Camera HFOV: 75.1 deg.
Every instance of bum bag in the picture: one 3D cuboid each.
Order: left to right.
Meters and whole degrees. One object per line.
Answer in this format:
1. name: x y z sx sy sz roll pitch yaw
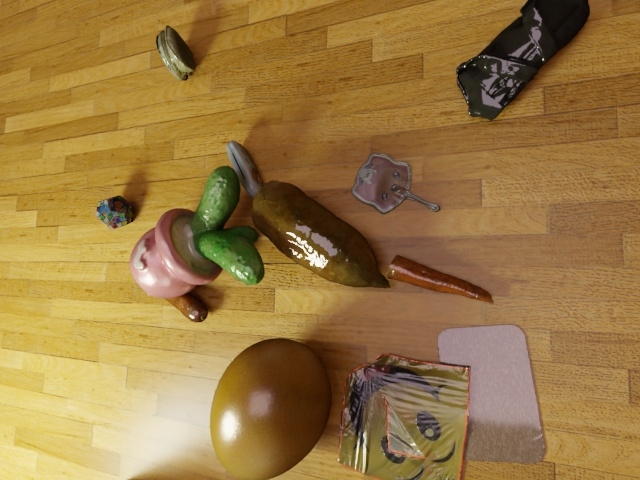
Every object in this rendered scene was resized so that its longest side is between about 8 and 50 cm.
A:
1. bum bag: 0.411 -0.402 0.861 0.142 0.079 0.326 46 102 18

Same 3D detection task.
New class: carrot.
1. carrot: -0.405 0.158 1.169 0.247 0.059 0.059 26 95 28
2. carrot: 0.258 0.087 0.890 0.224 0.057 0.057 17 91 21

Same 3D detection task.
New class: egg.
1. egg: -0.111 0.368 0.909 0.250 0.250 0.323 32 108 24

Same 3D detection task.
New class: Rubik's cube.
1. Rubik's cube: -0.626 -0.086 1.273 0.111 0.111 0.093 -10 105 22

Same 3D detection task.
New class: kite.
1. kite: 0.188 0.406 0.900 0.377 0.013 0.328 -39 70 15

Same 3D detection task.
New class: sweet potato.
1. sweet potato: 0.000 0.000 0.958 0.369 0.157 0.158 34 98 24

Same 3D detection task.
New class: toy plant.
1. toy plant: -0.301 0.026 1.048 0.355 0.210 0.317 -26 65 19

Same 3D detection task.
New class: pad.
1. pad: 0.342 0.311 0.850 0.175 0.002 0.267 -10 80 23

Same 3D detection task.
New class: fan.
1. fan: 0.178 -0.119 0.969 0.219 0.009 0.132 31 97 24

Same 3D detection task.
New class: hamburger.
1. hamburger: -0.424 -0.549 1.218 0.062 0.133 0.140 -22 84 11

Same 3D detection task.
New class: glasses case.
1. glasses case: -0.199 -0.189 1.110 0.045 0.067 0.179 -32 72 17
